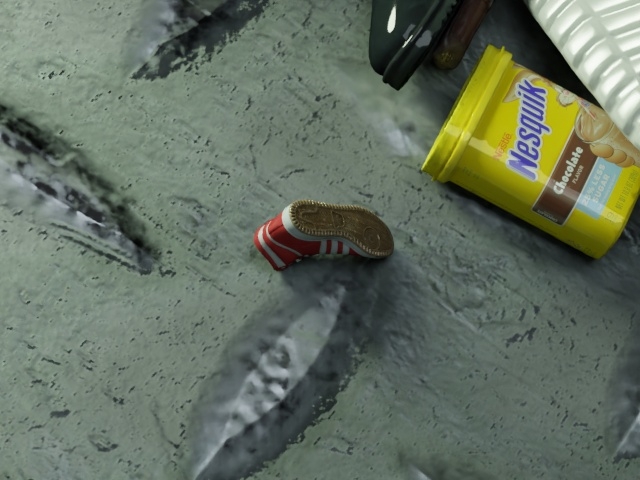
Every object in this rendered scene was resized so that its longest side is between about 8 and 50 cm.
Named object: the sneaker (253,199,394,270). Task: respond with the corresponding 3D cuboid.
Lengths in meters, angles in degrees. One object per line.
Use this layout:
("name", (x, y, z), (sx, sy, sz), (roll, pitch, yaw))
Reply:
("sneaker", (0.000, 0.000, 1.591), (0.118, 0.067, 0.042), (15, 57, -39))

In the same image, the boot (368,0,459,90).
("boot", (0.034, -0.264, 1.679), (0.207, 0.094, 0.246), (29, 57, -2))

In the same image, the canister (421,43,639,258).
("canister", (0.188, -0.074, 1.642), (0.170, 0.073, 0.126), (28, 63, -1))

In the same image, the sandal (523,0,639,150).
("sandal", (0.270, -0.208, 1.682), (0.169, 0.102, 0.416), (-30, 49, 21))

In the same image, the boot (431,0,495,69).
("boot", (0.138, -0.204, 1.669), (0.037, 0.106, 0.114), (34, 65, -1))
